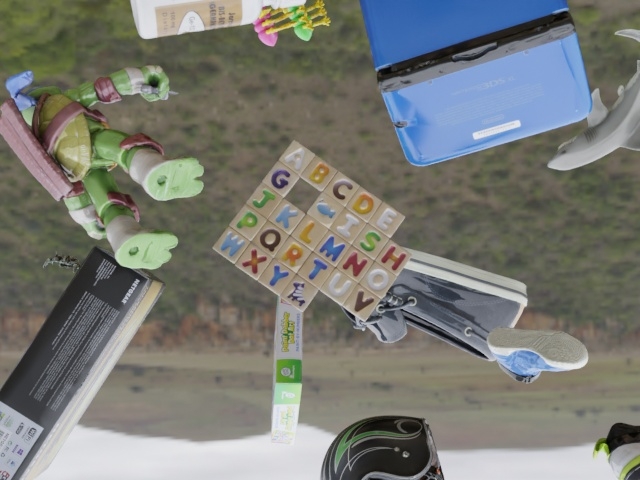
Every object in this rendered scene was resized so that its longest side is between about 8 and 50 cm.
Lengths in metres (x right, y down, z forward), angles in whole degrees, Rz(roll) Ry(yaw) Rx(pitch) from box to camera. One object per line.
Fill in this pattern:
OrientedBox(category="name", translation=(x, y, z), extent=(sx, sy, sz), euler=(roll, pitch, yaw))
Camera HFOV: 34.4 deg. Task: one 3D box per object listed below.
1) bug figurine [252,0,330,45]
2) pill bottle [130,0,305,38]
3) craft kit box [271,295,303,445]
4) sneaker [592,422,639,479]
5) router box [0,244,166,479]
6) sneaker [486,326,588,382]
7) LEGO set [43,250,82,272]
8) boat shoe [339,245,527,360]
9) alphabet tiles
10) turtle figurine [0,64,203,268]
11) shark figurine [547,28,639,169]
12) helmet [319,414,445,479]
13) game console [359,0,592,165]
OrientedBox(category="bug figurine", translation=(-0.092, -0.457, 1.864), extent=(0.072, 0.216, 0.279), euler=(-22, -177, 33))
OrientedBox(category="pill bottle", translation=(-0.140, -0.350, 1.383), extent=(0.229, 0.131, 0.131), euler=(-11, 174, -10))
OrientedBox(category="craft kit box", translation=(-0.067, 0.245, 2.074), extent=(0.061, 0.246, 0.249), euler=(1, 141, -5))
OrientedBox(category="sneaker", translation=(0.372, 0.185, 0.972), extent=(0.235, 0.084, 0.097), euler=(-6, -144, -14))
OrientedBox(category="router box", translation=(-0.319, 0.160, 1.312), extent=(0.081, 0.308, 0.243), euler=(32, 175, -1))
OrientedBox(category="sneaker", translation=(0.327, 0.175, 1.528), extent=(0.152, 0.058, 0.084), euler=(5, 144, 31))
OrientedBox(category="LEGO set", translation=(-0.332, 0.027, 1.400), extent=(0.083, 0.023, 0.054), euler=(-4, -163, -45))
OrientedBox(category="boat shoe", translation=(0.101, 0.085, 1.683), extent=(0.500, 0.155, 0.187), euler=(16, 177, -17))
OrientedBox(category="alphabet tiles", translation=(0.000, 0.000, 1.464), extent=(0.237, 0.198, 0.009), euler=(35, 170, 6))
OrientedBox(category="turtle figurine", translation=(-0.215, -0.090, 1.195), extent=(0.266, 0.198, 0.274), euler=(44, 175, 40))
OrientedBox(category="shark figurine", translation=(0.504, -0.208, 1.656), extent=(0.166, 0.116, 0.278), euler=(1, 130, -38))
OrientedBox(category="helmet", translation=(0.078, 0.315, 1.360), extent=(0.162, 0.169, 0.169), euler=(-17, 171, 6))
OrientedBox(category="game console", translation=(0.234, -0.287, 1.564), extent=(0.293, 0.173, 0.250), euler=(-15, 128, 13))
